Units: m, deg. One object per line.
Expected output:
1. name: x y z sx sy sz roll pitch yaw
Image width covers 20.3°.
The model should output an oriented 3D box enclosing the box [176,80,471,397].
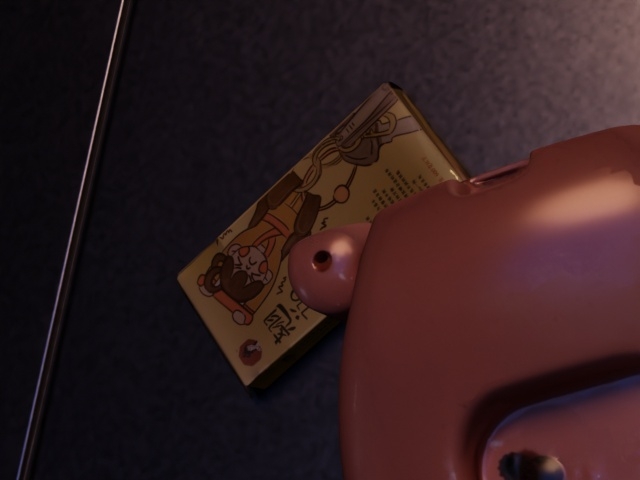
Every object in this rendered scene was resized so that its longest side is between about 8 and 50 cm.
1. box: 0.000 0.000 0.837 0.149 0.020 0.073 -43 63 13

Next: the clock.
1. clock: 0.113 0.085 0.691 0.227 0.142 0.241 -18 74 24
